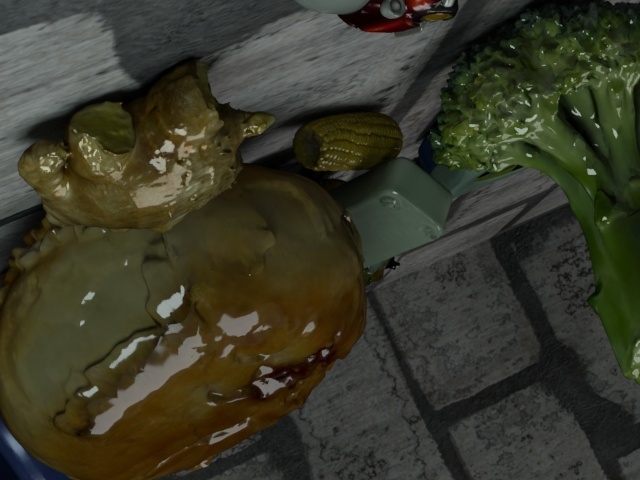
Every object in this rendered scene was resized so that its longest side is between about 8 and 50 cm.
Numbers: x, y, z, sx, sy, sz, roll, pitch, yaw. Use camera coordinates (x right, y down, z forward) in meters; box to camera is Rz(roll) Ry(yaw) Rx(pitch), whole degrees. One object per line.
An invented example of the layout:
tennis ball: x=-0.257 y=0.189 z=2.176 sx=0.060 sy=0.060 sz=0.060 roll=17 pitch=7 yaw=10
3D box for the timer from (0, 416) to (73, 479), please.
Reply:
timer: x=-0.273 y=0.144 z=2.091 sx=0.383 sy=0.270 sz=0.270 roll=-38 pitch=177 yaw=-20

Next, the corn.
corn: x=0.032 y=-0.107 z=1.832 sx=0.067 sy=0.067 sz=0.206 roll=-29 pitch=173 yaw=27

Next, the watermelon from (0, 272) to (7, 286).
watermelon: x=-0.256 y=0.078 z=1.887 sx=0.231 sy=0.146 sz=0.128 roll=-23 pitch=173 yaw=-32

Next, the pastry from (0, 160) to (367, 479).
pastry: x=-0.152 y=0.072 z=1.697 sx=0.409 sy=0.245 sz=0.409 roll=-25 pitch=154 yaw=-13

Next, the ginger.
ginger: x=-0.141 y=-0.074 z=1.400 sx=0.216 sy=0.102 sz=0.157 roll=-19 pitch=145 yaw=-5

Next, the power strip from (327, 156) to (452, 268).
power strip: x=0.000 y=0.000 z=1.954 sx=0.385 sy=0.091 sz=0.062 roll=-24 pitch=-145 yaw=49

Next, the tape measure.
tape measure: x=0.241 y=-0.149 z=2.078 sx=0.215 sy=0.098 sz=0.351 roll=-21 pitch=175 yaw=-14

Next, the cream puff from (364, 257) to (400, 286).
cream puff: x=0.030 y=-0.012 z=2.332 sx=0.156 sy=0.156 sz=0.121 roll=-40 pitch=-155 yaw=63

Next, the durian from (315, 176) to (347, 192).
durian: x=-0.010 y=-0.011 z=2.133 sx=0.158 sy=0.137 sz=0.168 roll=-11 pitch=150 yaw=-50

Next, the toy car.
toy car: x=0.023 y=-0.194 z=1.145 sx=0.112 sy=0.112 sz=0.139 roll=-4 pitch=173 yaw=-26

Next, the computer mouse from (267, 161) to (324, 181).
computer mouse: x=-0.091 y=-0.035 z=1.941 sx=0.229 sy=0.068 sz=0.113 roll=-41 pitch=-175 yaw=24

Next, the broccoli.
broccoli: x=0.272 y=-0.072 z=1.738 sx=0.353 sy=0.397 sz=0.275 roll=13 pitch=172 yaw=33
